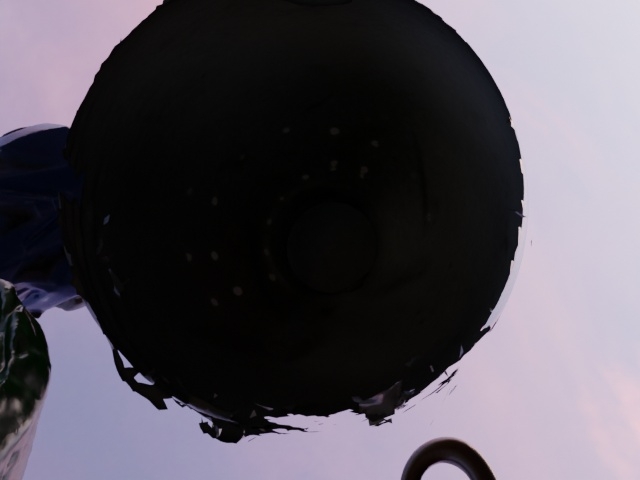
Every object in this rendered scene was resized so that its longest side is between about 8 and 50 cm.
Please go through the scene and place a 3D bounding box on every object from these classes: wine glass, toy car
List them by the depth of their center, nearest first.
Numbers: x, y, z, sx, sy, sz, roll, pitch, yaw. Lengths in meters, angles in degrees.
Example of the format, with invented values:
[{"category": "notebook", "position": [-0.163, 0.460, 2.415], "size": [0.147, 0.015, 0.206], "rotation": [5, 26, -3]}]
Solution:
[{"category": "wine glass", "position": [-0.002, -0.004, 0.579], "size": [0.190, 0.357, 0.190], "rotation": [0, -94, 3]}, {"category": "toy car", "position": [-0.194, 0.006, 0.589], "size": [0.216, 0.063, 0.103], "rotation": [-21, -94, -27]}]

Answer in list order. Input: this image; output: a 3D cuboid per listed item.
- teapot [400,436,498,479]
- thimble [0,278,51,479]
[{"category": "teapot", "position": [0.123, 0.269, 0.871], "size": [0.135, 0.178, 0.252], "rotation": [-26, -104, 2]}, {"category": "thimble", "position": [-0.148, 0.059, 0.369], "size": [0.118, 0.090, 0.130], "rotation": [18, -153, -10]}]
